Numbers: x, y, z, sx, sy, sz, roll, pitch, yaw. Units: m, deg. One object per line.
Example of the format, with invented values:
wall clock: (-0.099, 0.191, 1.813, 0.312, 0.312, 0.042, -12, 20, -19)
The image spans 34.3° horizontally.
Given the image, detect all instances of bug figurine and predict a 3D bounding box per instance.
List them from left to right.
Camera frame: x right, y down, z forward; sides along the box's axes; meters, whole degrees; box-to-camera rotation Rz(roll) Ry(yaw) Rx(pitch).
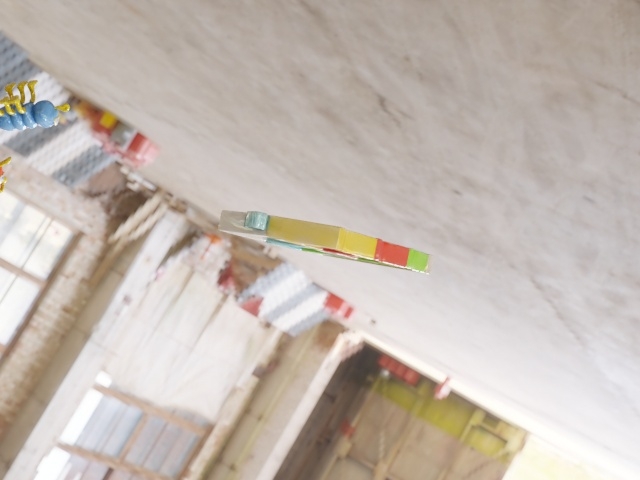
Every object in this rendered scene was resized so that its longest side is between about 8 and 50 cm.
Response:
bug figurine: (-0.444, -0.118, 1.280, 0.216, 0.072, 0.279, -4, -153, 10)

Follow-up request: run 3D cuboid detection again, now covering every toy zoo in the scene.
toy zoo: (0.000, 0.000, 1.385, 0.192, 0.030, 0.293, 9, 177, 34)
